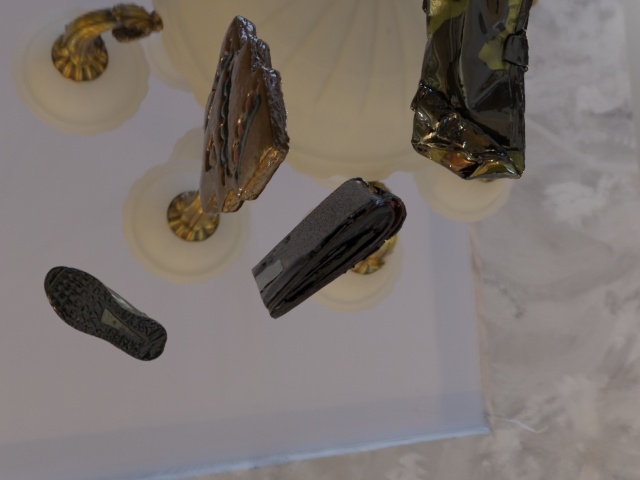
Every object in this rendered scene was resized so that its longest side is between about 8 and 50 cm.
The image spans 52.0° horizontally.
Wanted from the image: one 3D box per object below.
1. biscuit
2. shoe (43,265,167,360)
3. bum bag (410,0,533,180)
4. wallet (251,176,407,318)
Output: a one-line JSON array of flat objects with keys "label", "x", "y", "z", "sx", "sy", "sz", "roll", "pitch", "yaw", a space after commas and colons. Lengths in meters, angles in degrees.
[{"label": "biscuit", "x": -0.107, "y": -0.153, "z": 0.849, "sx": 0.043, "sy": 0.301, "sz": 0.278, "roll": 6, "pitch": -80, "yaw": -25}, {"label": "shoe", "x": -0.311, "y": 0.104, "z": 0.944, "sx": 0.194, "sy": 0.077, "sz": 0.074, "roll": 38, "pitch": -100, "yaw": -20}, {"label": "bum bag", "x": 0.132, "y": -0.167, "z": 0.558, "sx": 0.107, "sy": 0.060, "sz": 0.232, "roll": 6, "pitch": -83, "yaw": 23}, {"label": "wallet", "x": 0.000, "y": 0.000, "z": 1.061, "sx": 0.262, "sy": 0.221, "sz": 0.071, "roll": -41, "pitch": -70, "yaw": 0}]
